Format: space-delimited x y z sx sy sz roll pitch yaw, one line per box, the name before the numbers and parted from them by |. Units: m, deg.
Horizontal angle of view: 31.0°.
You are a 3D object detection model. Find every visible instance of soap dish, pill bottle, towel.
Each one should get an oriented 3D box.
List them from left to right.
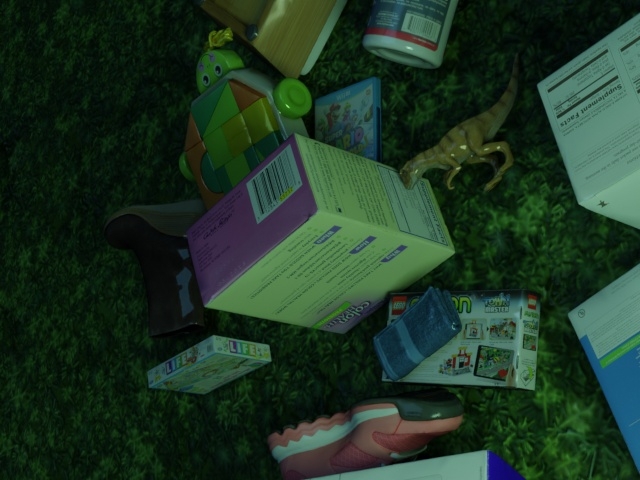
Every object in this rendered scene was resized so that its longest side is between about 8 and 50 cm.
soap dish | -0.052 -0.408 1.690 0.229 0.118 0.291 43 111 44
towel | 0.113 0.112 1.375 0.119 0.029 0.067 -42 52 30
pill bottle | 0.127 -0.321 1.482 0.108 0.108 0.180 16 90 48

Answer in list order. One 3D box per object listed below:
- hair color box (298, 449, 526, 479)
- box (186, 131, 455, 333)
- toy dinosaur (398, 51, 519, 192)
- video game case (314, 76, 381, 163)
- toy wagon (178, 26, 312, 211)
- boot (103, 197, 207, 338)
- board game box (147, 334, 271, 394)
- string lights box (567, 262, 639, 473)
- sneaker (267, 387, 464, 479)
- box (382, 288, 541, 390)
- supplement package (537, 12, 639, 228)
hair color box | 0.056 0.355 1.265 0.338 0.110 0.185 -15 52 30
box | 0.000 0.000 1.424 0.213 0.243 0.117 -40 52 33
toy dinosaur | 0.189 -0.125 1.380 0.211 0.064 0.112 -39 78 4
video game case | 0.037 -0.132 1.593 0.119 0.015 0.166 -16 68 44
toy wagon | -0.108 -0.133 1.631 0.267 0.068 0.345 -28 82 46
boot | -0.263 0.050 1.802 0.248 0.090 0.207 -11 69 41
board game box | -0.159 0.180 1.646 0.154 0.103 0.026 -30 58 38
string lights box | 0.357 0.151 1.125 0.133 0.076 0.260 -41 52 32
sneaker | 0.066 0.265 1.400 0.313 0.115 0.136 -27 72 45
box | 0.164 0.117 1.370 0.207 0.036 0.114 -4 76 46
supplement package | 0.381 -0.131 1.086 0.262 0.204 0.145 -34 55 36
